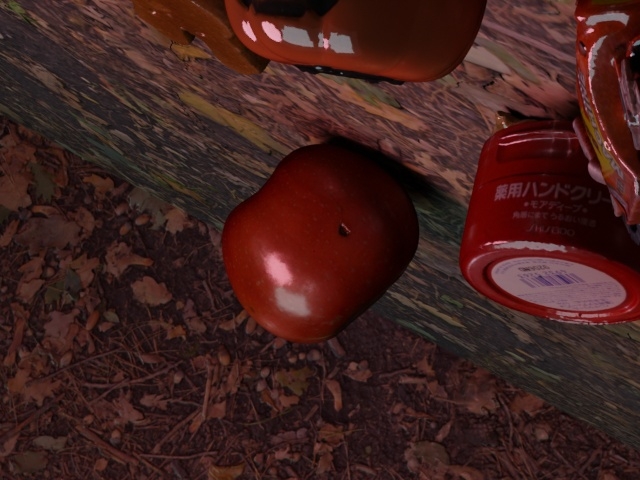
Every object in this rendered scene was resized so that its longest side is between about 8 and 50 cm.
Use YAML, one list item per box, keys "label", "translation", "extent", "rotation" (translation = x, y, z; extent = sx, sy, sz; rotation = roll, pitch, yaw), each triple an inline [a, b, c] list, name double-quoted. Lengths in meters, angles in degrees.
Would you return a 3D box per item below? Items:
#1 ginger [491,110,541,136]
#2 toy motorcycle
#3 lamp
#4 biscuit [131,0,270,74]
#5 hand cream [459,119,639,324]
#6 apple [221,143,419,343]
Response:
- label: "ginger"
  translation: [0.200, -0.094, 1.419]
  extent: [0.057, 0.044, 0.137]
  rotation: [14, -178, -29]
- label: "toy motorcycle"
  translation: [0.220, -0.093, 1.006]
  extent: [0.089, 0.171, 0.298]
  rotation: [-16, 167, 4]
- label: "lamp"
  translation: [0.027, -0.193, 1.036]
  extent: [0.187, 0.164, 0.187]
  rotation: [9, -174, -1]
- label: "biscuit"
  translation: [-0.154, -0.267, 1.619]
  extent: [0.186, 0.044, 0.295]
  rotation: [25, 172, 14]
- label: "hand cream"
  translation: [0.224, -0.013, 1.343]
  extent: [0.193, 0.125, 0.193]
  rotation: [11, 158, 4]
- label: "apple"
  translation: [0.000, 0.000, 1.934]
  extent: [0.216, 0.260, 0.260]
  rotation: [47, 172, 2]
